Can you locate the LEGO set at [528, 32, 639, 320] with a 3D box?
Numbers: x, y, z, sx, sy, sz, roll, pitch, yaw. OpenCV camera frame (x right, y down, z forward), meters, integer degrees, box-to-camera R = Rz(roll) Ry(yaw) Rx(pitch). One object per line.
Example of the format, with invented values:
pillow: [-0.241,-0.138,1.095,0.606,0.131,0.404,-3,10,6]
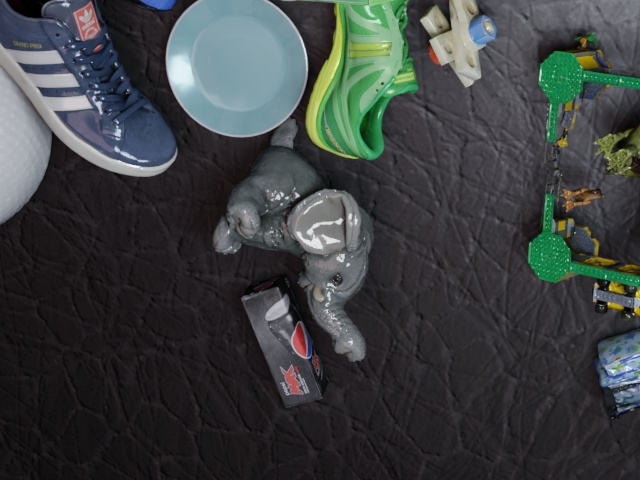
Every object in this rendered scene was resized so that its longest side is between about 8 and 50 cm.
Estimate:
LEGO set: [0.392,-0.086,1.638,0.255,0.192,0.331,4,102,42]

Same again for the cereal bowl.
cereal bowl: [-0.537,-0.145,1.811,0.339,0.141,0.339,4,110,11]

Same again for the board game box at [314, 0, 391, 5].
board game box: [-0.048,-0.387,1.581,0.317,0.046,0.214,15,116,44]

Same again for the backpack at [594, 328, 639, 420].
backpack: [0.406,0.161,1.729,0.114,0.105,0.084,-15,106,11]

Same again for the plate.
plate: [-0.105,-0.225,1.750,0.188,0.024,0.188,4,107,12]

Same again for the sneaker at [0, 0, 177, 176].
sneaker: [-0.300,-0.232,1.717,0.350,0.131,0.148,43,133,-5]

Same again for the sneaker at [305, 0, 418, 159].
sneaker: [0.074,-0.232,1.656,0.123,0.109,0.295,29,122,25]

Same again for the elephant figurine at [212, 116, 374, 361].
elephant figurine: [0.000,0.000,1.738,0.239,0.169,0.186,28,127,8]

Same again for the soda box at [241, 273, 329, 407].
soda box: [-0.046,0.135,1.846,0.060,0.053,0.169,-17,105,17]

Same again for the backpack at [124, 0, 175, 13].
backpack: [-0.225,-0.342,1.698,0.120,0.098,0.101,32,108,1]

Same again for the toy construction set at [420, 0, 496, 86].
toy construction set: [0.237,-0.330,1.587,0.327,0.151,0.215,-32,124,27]
